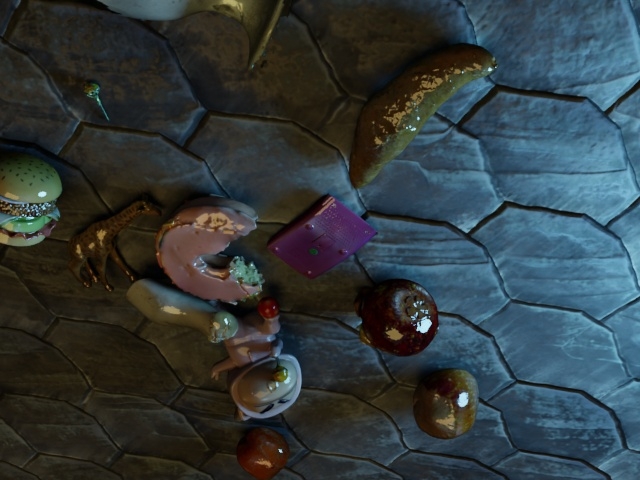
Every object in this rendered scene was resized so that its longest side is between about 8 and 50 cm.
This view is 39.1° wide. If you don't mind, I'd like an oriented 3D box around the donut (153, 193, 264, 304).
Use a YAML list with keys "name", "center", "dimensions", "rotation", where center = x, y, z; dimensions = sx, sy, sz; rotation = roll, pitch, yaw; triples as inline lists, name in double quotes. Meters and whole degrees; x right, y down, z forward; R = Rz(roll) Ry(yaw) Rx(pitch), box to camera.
- name: "donut"
  center: [-0.204, 0.013, 1.662]
  dimensions: [0.199, 0.085, 0.233]
  rotation: [4, 132, 5]

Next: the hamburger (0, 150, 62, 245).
- name: "hamburger"
  center: [-0.536, -0.082, 1.587]
  dimensions: [0.175, 0.175, 0.137]
  rotation: [21, 118, -9]

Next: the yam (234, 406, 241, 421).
- name: "yam"
  center: [-0.162, 0.347, 1.983]
  dimensions: [0.032, 0.032, 0.145]
  rotation: [18, 130, -7]

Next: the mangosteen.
- name: "mangosteen"
  center: [0.144, 0.149, 1.704]
  dimensions: [0.146, 0.156, 0.181]
  rotation: [-15, 162, -11]

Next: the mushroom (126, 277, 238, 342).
- name: "mushroom"
  center: [-0.266, 0.138, 1.740]
  dimensions: [0.225, 0.093, 0.116]
  rotation: [28, 170, 15]

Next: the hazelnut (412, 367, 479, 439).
- name: "hazelnut"
  center: [0.263, 0.333, 1.842]
  dimensions: [0.143, 0.143, 0.154]
  rotation: [8, 115, 2]

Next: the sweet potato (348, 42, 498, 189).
- name: "sweet potato"
  center: [0.124, -0.196, 1.424]
  dimensions: [0.114, 0.092, 0.341]
  rotation: [20, 134, -31]

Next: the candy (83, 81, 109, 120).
- name: "candy"
  center: [-0.376, -0.233, 1.521]
  dimensions: [0.023, 0.025, 0.083]
  rotation: [36, 155, 36]

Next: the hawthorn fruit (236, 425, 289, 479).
- name: "hawthorn fruit"
  center: [-0.130, 0.480, 2.042]
  dimensions: [0.128, 0.128, 0.128]
  rotation: [4, 131, 5]

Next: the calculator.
- name: "calculator"
  center: [0.000, 0.000, 1.655]
  dimensions: [0.127, 0.034, 0.190]
  rotation: [36, 128, -23]

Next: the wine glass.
- name: "wine glass"
  center: [-0.211, -0.380, 1.259]
  dimensions: [0.357, 0.190, 0.190]
  rotation: [20, 131, -13]

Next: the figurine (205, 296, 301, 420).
- name: "figurine"
  center: [-0.133, 0.241, 1.800]
  dimensions: [0.176, 0.186, 0.287]
  rotation: [-14, 114, -11]

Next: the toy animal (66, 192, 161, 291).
- name: "toy animal"
  center: [-0.399, 0.003, 1.708]
  dimensions: [0.149, 0.054, 0.275]
  rotation: [19, 130, -11]
